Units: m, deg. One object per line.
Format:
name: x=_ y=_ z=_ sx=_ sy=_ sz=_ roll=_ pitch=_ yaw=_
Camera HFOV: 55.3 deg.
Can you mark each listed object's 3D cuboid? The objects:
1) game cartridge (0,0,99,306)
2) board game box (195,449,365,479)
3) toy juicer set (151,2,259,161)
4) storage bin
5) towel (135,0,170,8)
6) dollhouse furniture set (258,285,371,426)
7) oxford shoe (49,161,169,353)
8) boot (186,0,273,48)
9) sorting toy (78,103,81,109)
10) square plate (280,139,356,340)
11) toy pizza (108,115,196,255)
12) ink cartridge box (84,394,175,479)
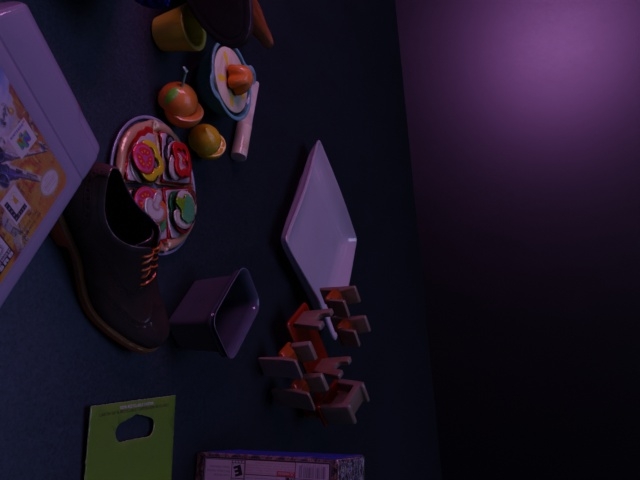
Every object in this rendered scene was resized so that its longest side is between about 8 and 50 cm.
game cartridge: x=-0.299 y=-0.061 z=0.513 sx=0.198 sy=0.062 sz=0.297 roll=84 pitch=16 yaw=-50
board game box: x=-0.062 y=0.469 z=0.909 sx=0.141 sy=0.232 sz=0.291 roll=38 pitch=51 yaw=-63
toy juicer set: x=-0.155 y=-0.232 z=1.026 sx=0.329 sy=0.089 sz=0.209 roll=20 pitch=67 yaw=-68
storage bin: x=-0.161 y=0.114 z=0.925 sx=0.135 sy=0.091 sz=0.098 roll=-65 pitch=145 yaw=-52
towel: x=-0.246 y=-0.457 z=0.739 sx=0.227 sy=0.076 sz=0.308 roll=53 pitch=21 yaw=-54
dollhouse furniture set: x=-0.007 y=0.256 z=1.266 sx=0.262 sy=0.135 sz=0.259 roll=-46 pitch=123 yaw=-49
oxford shoe: x=-0.234 y=0.031 z=0.735 sx=0.097 sy=0.098 sz=0.271 roll=-69 pitch=147 yaw=-50
boot: x=-0.144 y=-0.378 z=1.004 sx=0.264 sy=0.096 sz=0.280 roll=57 pitch=7 yaw=14
sorting toy: x=-0.304 y=-0.118 z=0.681 sx=0.061 sy=0.042 sz=0.102 roll=48 pitch=51 yaw=-35
square plate: x=0.000 y=0.000 z=1.446 sx=0.344 sy=0.049 sz=0.347 roll=-76 pitch=152 yaw=-43
toy pizza: x=-0.227 y=-0.079 z=0.876 sx=0.201 sy=0.032 sz=0.201 roll=-5 pitch=90 yaw=-70
ink cartridge box: x=-0.200 y=0.331 z=0.762 sx=0.189 sy=0.097 sz=0.255 roll=24 pitch=64 yaw=-67
